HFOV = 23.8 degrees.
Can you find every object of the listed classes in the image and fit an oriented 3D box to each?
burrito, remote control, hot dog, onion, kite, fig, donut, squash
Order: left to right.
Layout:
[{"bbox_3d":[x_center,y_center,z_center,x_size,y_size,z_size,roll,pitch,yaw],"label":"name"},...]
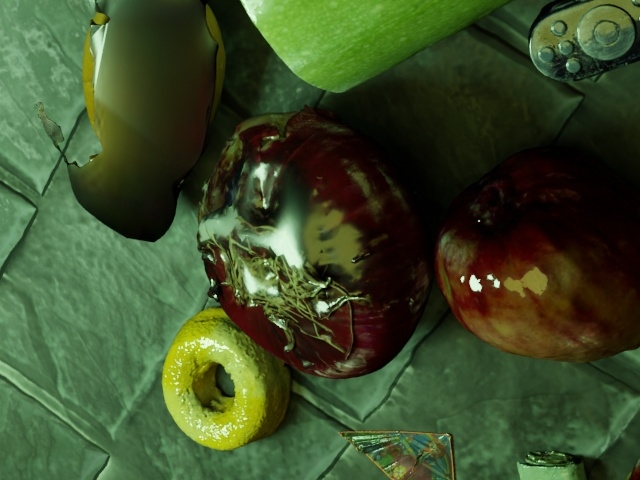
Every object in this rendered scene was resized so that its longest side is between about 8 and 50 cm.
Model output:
[{"bbox_3d":[-0.204,-0.174,1.710,0.194,0.107,0.326,24,122,-7],"label":"hot dog"},{"bbox_3d":[-0.120,0.173,1.831,0.162,0.065,0.178,6,112,20],"label":"donut"},{"bbox_3d":[0.000,0.000,1.645,0.314,0.232,0.314,25,128,37],"label":"onion"},{"bbox_3d":[0.103,0.280,1.815,0.190,0.010,0.159,42,119,3],"label":"kite"},{"bbox_3d":[0.114,-0.336,1.445,0.384,0.263,0.263,-26,98,26],"label":"squash"},{"bbox_3d":[0.243,0.019,1.553,0.263,0.224,0.224,10,117,-19],"label":"fig"},{"bbox_3d":[0.273,0.299,1.736,0.074,0.044,0.118,-8,104,26],"label":"burrito"},{"bbox_3d":[0.336,-0.234,1.514,0.265,0.066,0.090,-17,116,21],"label":"remote control"}]

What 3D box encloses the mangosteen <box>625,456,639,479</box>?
[{"bbox_3d":[0.385,0.283,1.651,0.140,0.140,0.140,7,111,19],"label":"mangosteen"}]
